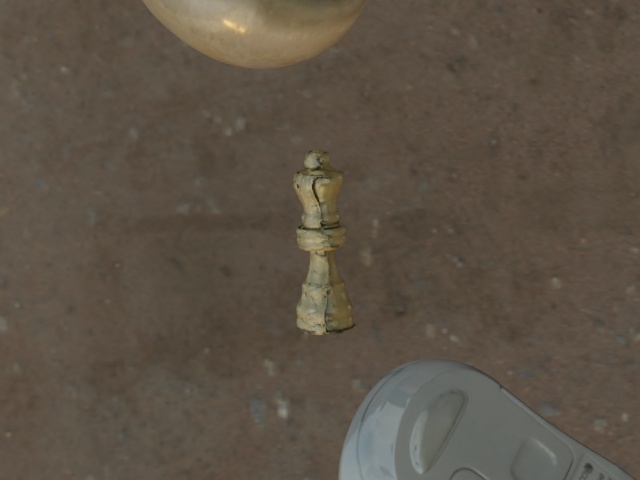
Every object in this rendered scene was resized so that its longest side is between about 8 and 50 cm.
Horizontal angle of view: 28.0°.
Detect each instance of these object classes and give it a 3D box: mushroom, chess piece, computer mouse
[{"bbox_3d":[-0.041,-0.244,0.974,0.215,0.207,0.207,-42,59,55],"label":"mushroom"},{"bbox_3d":[0.001,0.000,1.213,0.060,0.060,0.172,6,105,41],"label":"chess piece"},{"bbox_3d":[0.136,0.221,0.952,0.297,0.184,0.121,36,140,-7],"label":"computer mouse"}]
